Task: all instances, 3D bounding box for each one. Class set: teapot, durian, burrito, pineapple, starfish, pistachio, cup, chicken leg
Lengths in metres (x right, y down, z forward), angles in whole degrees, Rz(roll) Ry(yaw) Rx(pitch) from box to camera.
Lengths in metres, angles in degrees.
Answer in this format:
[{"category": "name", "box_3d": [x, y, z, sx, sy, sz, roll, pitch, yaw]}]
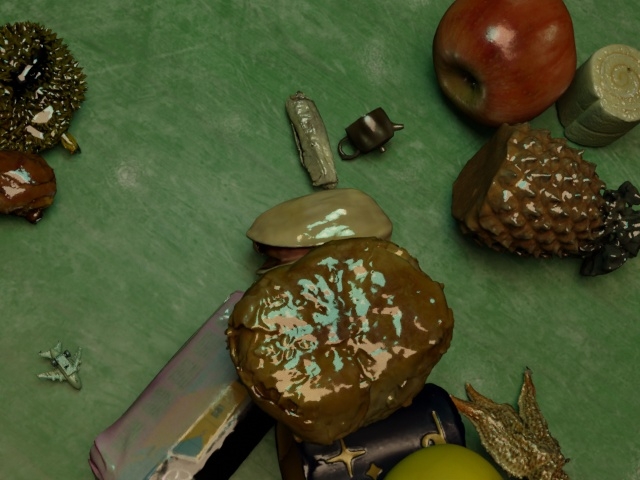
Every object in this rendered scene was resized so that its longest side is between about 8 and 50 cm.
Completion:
[{"category": "teapot", "box_3d": [0.084, -0.175, 1.727, 0.121, 0.076, 0.068, -32, 89, 10]}, {"category": "durian", "box_3d": [-0.467, -0.245, 1.619, 0.193, 0.138, 0.237, -42, 84, -19]}, {"category": "burrito", "box_3d": [-0.017, -0.173, 1.722, 0.058, 0.045, 0.188, -3, 69, -37]}, {"category": "pineapple", "box_3d": [0.411, -0.042, 1.678, 0.357, 0.223, 0.222, 24, 70, -15]}, {"category": "starfish", "box_3d": [0.333, 0.317, 1.576, 0.302, 0.084, 0.293, 3, 45, -47]}, {"category": "pistachio", "box_3d": [0.000, 0.000, 1.611, 0.230, 0.157, 0.157, -12, 75, -6]}, {"category": "cup", "box_3d": [0.076, 0.281, 1.494, 0.256, 0.254, 0.178, -12, 34, -15]}, {"category": "chicken leg", "box_3d": [-0.565, -0.108, 1.592, 0.305, 0.093, 0.113, 14, 82, 0]}]

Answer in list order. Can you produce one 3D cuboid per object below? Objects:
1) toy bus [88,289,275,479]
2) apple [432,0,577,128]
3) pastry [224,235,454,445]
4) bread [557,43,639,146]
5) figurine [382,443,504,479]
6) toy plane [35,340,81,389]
[{"category": "toy bus", "box_3d": [-0.178, 0.257, 1.503, 0.162, 0.171, 0.386, 34, 68, 17]}, {"category": "apple", "box_3d": [0.323, -0.323, 1.727, 0.241, 0.242, 0.242, -34, 81, -20]}, {"category": "pastry", "box_3d": [0.025, 0.137, 1.392, 0.311, 0.162, 0.255, -20, 73, -19]}, {"category": "bread", "box_3d": [0.504, -0.252, 1.783, 0.134, 0.141, 0.148, 6, 73, -11]}, {"category": "figurine", "box_3d": [0.209, 0.436, 1.364, 0.343, 0.187, 0.215, 53, 34, -2]}, {"category": "toy plane", "box_3d": [-0.391, 0.193, 1.549, 0.080, 0.033, 0.083, -35, 81, -32]}]
